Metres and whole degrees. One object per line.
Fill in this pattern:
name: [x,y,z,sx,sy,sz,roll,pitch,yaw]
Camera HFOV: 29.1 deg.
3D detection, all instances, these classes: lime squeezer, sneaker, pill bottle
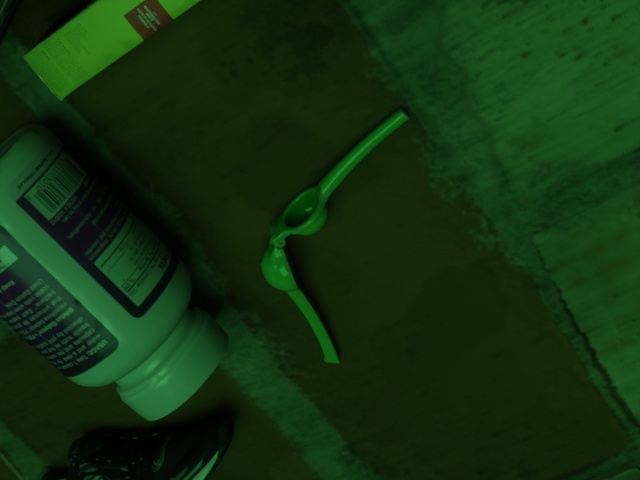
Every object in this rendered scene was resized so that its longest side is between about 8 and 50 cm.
lime squeezer: [0.000,0.000,1.259,0.110,0.059,0.310,15,120,0]
sneaker: [-0.227,0.267,1.419,0.283,0.107,0.124,-38,102,25]
pill bottle: [-0.240,0.040,1.250,0.169,0.169,0.301,-35,109,24]

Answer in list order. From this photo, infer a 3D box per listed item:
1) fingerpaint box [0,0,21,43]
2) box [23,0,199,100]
fingerpaint box: [-0.325,-0.253,0.978,0.163,0.371,0.445,30,118,-9]
box: [-0.163,-0.223,1.138,0.232,0.087,0.058,-30,112,21]
